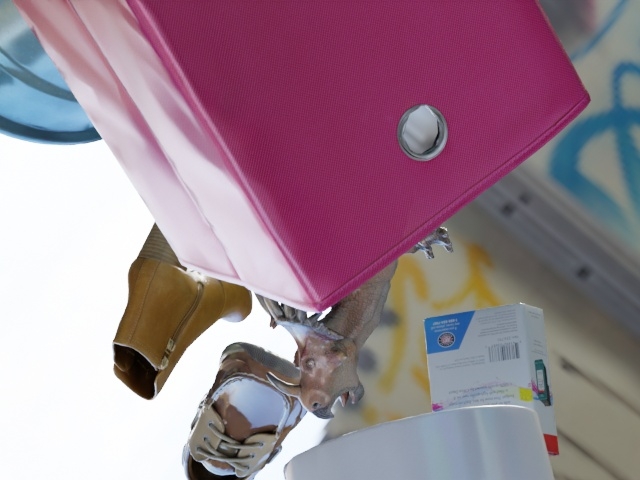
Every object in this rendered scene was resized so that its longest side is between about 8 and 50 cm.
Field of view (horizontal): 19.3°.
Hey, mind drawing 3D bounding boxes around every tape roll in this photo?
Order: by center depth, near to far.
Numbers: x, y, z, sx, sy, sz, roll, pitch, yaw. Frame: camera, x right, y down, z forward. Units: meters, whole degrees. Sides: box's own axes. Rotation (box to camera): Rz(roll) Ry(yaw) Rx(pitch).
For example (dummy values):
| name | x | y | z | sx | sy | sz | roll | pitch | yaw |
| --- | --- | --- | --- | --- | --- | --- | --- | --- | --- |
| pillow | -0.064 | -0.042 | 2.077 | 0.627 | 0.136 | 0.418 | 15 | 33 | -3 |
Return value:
| name | x | y | z | sx | sy | sz | roll | pitch | yaw |
| --- | --- | --- | --- | --- | --- | --- | --- | --- | --- |
| tape roll | 0.107 | 0.261 | 1.994 | 0.286 | 0.286 | 0.100 | -35 | -118 | 49 |

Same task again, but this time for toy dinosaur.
| name | x | y | z | sx | sy | sz | roll | pitch | yaw |
| --- | --- | --- | --- | --- | --- | --- | --- | --- | --- |
| toy dinosaur | 0.000 | 0.000 | 1.795 | 0.200 | 0.296 | 0.127 | -23 | 149 | -7 |

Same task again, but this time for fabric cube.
| name | x | y | z | sx | sy | sz | roll | pitch | yaw |
| --- | --- | --- | --- | --- | --- | --- | --- | --- | --- |
| fabric cube | -0.020 | -0.140 | 1.295 | 0.254 | 0.258 | 0.259 | -37 | -159 | -17 |

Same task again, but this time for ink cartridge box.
| name | x | y | z | sx | sy | sz | roll | pitch | yaw |
| --- | --- | --- | --- | --- | --- | --- | --- | --- | --- |
| ink cartridge box | 0.211 | 0.202 | 2.296 | 0.134 | 0.078 | 0.231 | -10 | -103 | 26 |

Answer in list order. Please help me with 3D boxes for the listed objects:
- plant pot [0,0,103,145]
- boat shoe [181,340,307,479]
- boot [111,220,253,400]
| name | x | y | z | sx | sy | sz | roll | pitch | yaw |
| --- | --- | --- | --- | --- | --- | --- | --- | --- | --- |
| plant pot | -0.159 | -0.281 | 1.579 | 0.334 | 0.341 | 0.341 | -17 | -144 | 52 |
| boat shoe | -0.087 | 0.212 | 2.118 | 0.324 | 0.123 | 0.116 | 114 | 1 | -64 |
| boot | -0.186 | 0.111 | 2.401 | 0.295 | 0.104 | 0.211 | 59 | 46 | -59 |
